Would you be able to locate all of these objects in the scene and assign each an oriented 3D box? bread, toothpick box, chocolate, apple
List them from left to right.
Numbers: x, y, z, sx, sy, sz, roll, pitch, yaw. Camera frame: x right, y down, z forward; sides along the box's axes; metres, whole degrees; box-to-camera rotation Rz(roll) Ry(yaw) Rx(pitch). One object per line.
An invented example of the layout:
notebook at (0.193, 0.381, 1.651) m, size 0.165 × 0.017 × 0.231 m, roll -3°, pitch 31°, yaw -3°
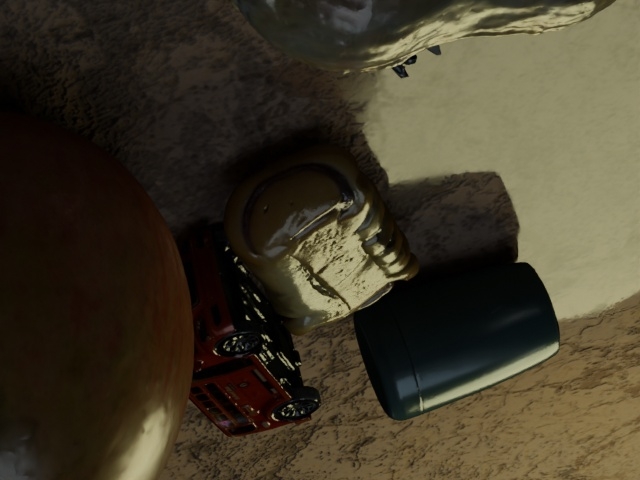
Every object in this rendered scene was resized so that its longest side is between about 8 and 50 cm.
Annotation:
apple at (-0.264, 0.088, 1.428) m, size 0.364 × 0.364 × 0.364 m, roll -14°, pitch 150°, yaw -8°
bread at (0.000, 0.000, 1.665) m, size 0.134 × 0.081 × 0.225 m, roll -31°, pitch 151°, yaw -1°
chocolate at (0.081, -0.192, 1.351) m, size 0.309 × 0.134 × 0.134 m, roll -9°, pitch 149°, yaw -16°
toothpick box at (0.134, 0.092, 1.856) m, size 0.184 × 0.120 × 0.120 m, roll -17°, pitch 150°, yaw -6°

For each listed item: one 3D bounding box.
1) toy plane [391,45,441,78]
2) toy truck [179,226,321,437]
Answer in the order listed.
toy plane at (0.058, -0.155, 1.498) m, size 0.083 × 0.031 × 0.078 m, roll -9°, pitch 133°, yaw -20°
toy truck at (-0.086, 0.090, 1.744) m, size 0.114 × 0.107 × 0.252 m, roll -19°, pitch 151°, yaw 9°
